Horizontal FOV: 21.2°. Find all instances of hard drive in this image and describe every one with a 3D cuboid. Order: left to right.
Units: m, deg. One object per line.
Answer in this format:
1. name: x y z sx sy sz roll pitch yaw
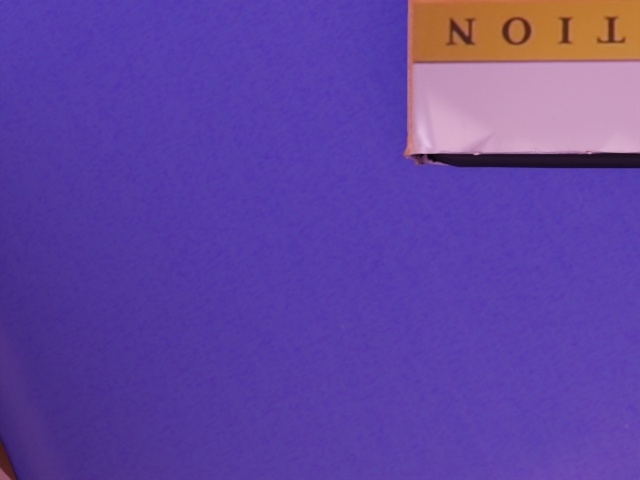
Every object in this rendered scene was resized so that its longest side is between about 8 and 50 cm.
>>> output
1. hard drive: 0.000 0.000 0.479 0.210 0.040 0.318 -27 79 8

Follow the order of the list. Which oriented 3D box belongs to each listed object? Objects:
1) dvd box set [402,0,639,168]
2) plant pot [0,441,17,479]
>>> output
1. dvd box set: 0.172 -0.225 0.399 0.308 0.062 0.420 1 90 9
2. plant pot: -0.201 0.186 0.486 0.280 0.323 0.323 -33 102 26
